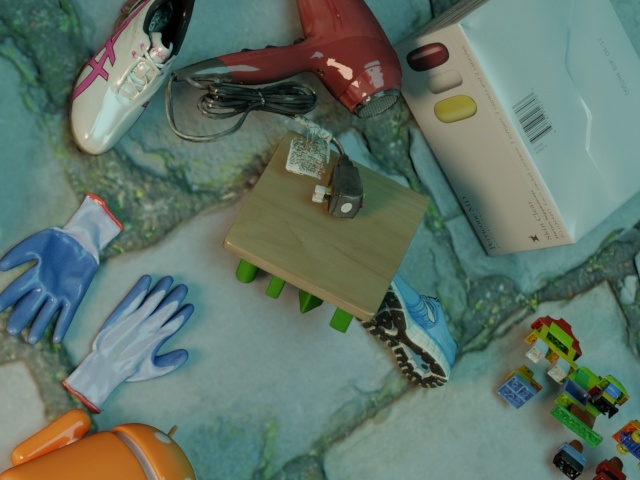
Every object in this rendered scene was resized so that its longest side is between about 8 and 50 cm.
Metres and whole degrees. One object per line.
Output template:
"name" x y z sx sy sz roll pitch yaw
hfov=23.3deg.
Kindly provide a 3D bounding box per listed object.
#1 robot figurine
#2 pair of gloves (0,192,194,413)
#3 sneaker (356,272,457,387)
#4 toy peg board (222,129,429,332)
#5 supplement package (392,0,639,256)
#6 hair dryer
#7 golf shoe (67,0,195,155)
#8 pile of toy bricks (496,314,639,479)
"robot figurine" -0.203 0.237 1.377 0.219 0.158 0.128 -19 117 -31
"pair of gloves" -0.207 0.063 1.455 0.198 0.023 0.159 48 64 -17
"sneaker" 0.089 0.075 1.622 0.162 0.063 0.073 57 42 -17
"toy peg board" 0.000 0.000 1.543 0.161 0.079 0.160 27 53 1
"supplement package" 0.230 -0.148 1.671 0.204 0.145 0.261 -36 102 -30
"hair dryer" -0.019 -0.182 1.530 0.224 0.080 0.293 29 50 -21
"golf shoe" -0.178 -0.166 1.464 0.067 0.086 0.186 32 70 -25
"pile of toy bricks" 0.293 0.177 1.711 0.212 0.118 0.105 41 36 -4
